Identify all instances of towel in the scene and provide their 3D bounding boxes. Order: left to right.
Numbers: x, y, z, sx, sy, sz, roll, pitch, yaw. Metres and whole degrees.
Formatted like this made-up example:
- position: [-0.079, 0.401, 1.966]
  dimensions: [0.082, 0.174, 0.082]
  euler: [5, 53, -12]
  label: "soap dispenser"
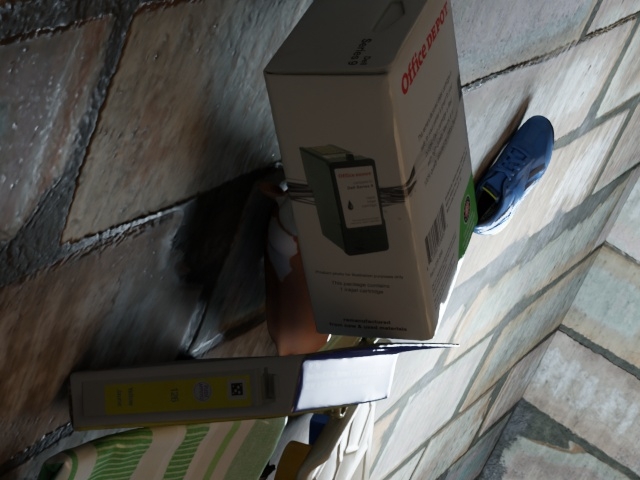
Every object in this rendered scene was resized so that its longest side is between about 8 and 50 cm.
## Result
- position: [-0.193, 0.295, 1.580]
  dimensions: [0.325, 0.038, 0.248]
  euler: [-1, 124, -48]
  label: "towel"

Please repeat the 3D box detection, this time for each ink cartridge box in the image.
- position: [-0.043, 0.143, 1.482]
  dimensions: [0.303, 0.307, 0.072]
  euler: [11, 77, -70]
  label: "ink cartridge box"
- position: [0.057, -0.084, 1.391]
  dimensions: [0.211, 0.121, 0.289]
  euler: [-62, 148, -50]
  label: "ink cartridge box"

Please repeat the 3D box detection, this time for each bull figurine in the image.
- position: [0.000, 0.000, 1.637]
  dimensions: [0.188, 0.101, 0.310]
  euler: [-46, 159, -36]
  label: "bull figurine"

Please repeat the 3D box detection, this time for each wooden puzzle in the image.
- position: [0.002, 0.347, 2.136]
  dimensions: [0.322, 0.080, 0.348]
  euler: [-53, 157, -55]
  label: "wooden puzzle"

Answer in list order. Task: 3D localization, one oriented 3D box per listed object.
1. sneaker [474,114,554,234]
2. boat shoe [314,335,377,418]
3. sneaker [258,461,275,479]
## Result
- position: [0.292, -0.100, 2.288]
  dimensions: [0.209, 0.069, 0.082]
  euler: [-59, 158, 6]
  label: "sneaker"
- position: [0.028, 0.144, 1.878]
  dimensions: [0.104, 0.089, 0.285]
  euler: [-63, 180, -29]
  label: "boat shoe"
- position: [-0.091, 0.312, 1.980]
  dimensions: [0.075, 0.063, 0.170]
  euler: [-48, 156, -9]
  label: "sneaker"
